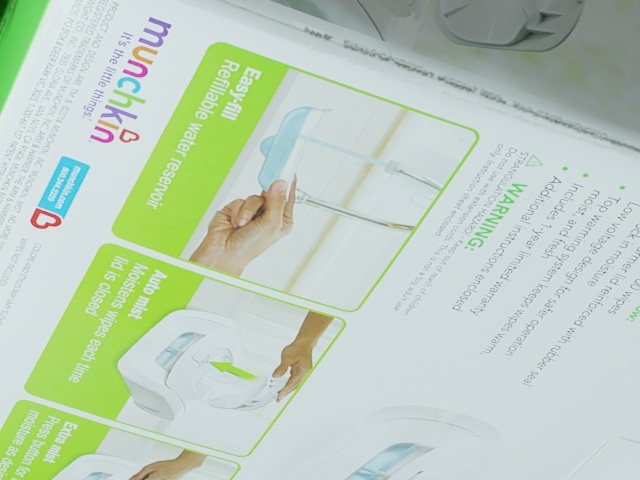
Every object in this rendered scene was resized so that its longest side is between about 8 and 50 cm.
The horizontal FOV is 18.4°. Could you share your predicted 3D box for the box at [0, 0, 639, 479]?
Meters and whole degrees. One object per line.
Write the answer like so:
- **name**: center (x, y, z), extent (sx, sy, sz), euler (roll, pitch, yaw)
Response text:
- **box**: center (0.000, 0.000, 0.606), extent (0.231, 0.127, 0.262), euler (17, 138, -15)
